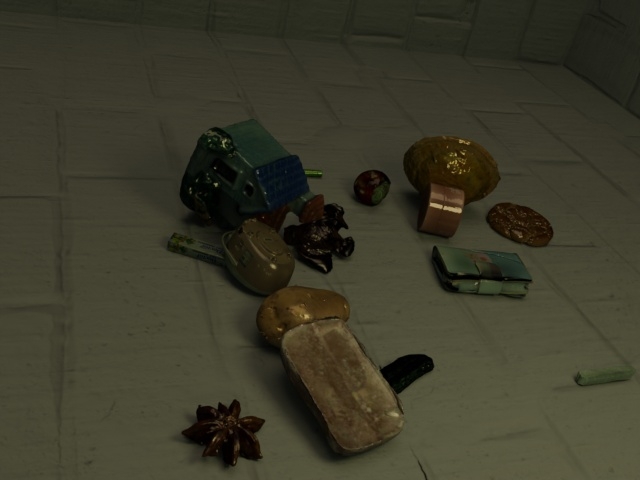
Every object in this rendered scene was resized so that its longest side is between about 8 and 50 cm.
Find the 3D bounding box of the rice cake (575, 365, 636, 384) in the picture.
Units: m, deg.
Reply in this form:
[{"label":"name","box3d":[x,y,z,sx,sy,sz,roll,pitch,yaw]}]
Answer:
[{"label":"rice cake","box3d":[0.692,0.326,1.737,0.170,0.033,0.029,-3,32,-22]}]

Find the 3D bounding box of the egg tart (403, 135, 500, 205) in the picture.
[{"label":"egg tart","box3d":[0.403,-0.193,2.238,0.318,0.319,0.128,14,60,2]}]

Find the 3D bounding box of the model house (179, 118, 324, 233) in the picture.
[{"label":"model house","box3d":[-0.167,-0.109,1.885,0.329,0.295,0.251,40,36,10]}]

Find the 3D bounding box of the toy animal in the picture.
[{"label":"toy animal","box3d":[-0.008,-0.001,1.959,0.179,0.116,0.219,-4,56,24]}]

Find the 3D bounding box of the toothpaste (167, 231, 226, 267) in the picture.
[{"label":"toothpaste","box3d":[-0.311,0.024,1.840,0.164,0.034,0.046,17,36,5]}]

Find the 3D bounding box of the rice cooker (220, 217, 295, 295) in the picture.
[{"label":"rice cooker","box3d":[-0.153,0.040,1.777,0.145,0.127,0.206,-10,57,-50]}]

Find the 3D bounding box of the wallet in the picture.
[{"label":"wallet","box3d":[0.446,0.080,1.989,0.250,0.075,0.176,6,30,-10]}]

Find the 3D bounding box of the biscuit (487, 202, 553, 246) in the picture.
[{"label":"biscuit","box3d":[0.643,-0.056,2.303,0.225,0.042,0.226,10,33,-7]}]

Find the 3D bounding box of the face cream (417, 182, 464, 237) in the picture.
[{"label":"face cream","box3d":[0.360,-0.091,2.151,0.104,0.149,0.149,13,32,-2]}]

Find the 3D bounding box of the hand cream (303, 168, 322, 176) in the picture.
[{"label":"hand cream","box3d":[-0.054,-0.219,2.319,0.121,0.023,0.036,3,37,-9]}]

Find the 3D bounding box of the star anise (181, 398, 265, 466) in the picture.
[{"label":"star anise","box3d":[-0.174,0.358,1.352,0.167,0.057,0.168,8,33,-5]}]

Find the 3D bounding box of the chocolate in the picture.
[{"label":"chocolate","box3d":[0.033,0.303,1.468,0.185,0.101,0.303,-8,47,-35]}]

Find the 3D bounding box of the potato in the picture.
[{"label":"potato","box3d":[-0.032,0.170,1.629,0.234,0.128,0.161,6,39,-21]}]

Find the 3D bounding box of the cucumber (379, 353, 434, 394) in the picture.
[{"label":"cucumber","box3d":[0.166,0.297,1.587,0.070,0.046,0.220,28,35,36]}]

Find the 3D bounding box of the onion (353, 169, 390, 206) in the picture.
[{"label":"onion","box3d":[0.157,-0.170,2.237,0.118,0.119,0.117,34,42,30]}]
